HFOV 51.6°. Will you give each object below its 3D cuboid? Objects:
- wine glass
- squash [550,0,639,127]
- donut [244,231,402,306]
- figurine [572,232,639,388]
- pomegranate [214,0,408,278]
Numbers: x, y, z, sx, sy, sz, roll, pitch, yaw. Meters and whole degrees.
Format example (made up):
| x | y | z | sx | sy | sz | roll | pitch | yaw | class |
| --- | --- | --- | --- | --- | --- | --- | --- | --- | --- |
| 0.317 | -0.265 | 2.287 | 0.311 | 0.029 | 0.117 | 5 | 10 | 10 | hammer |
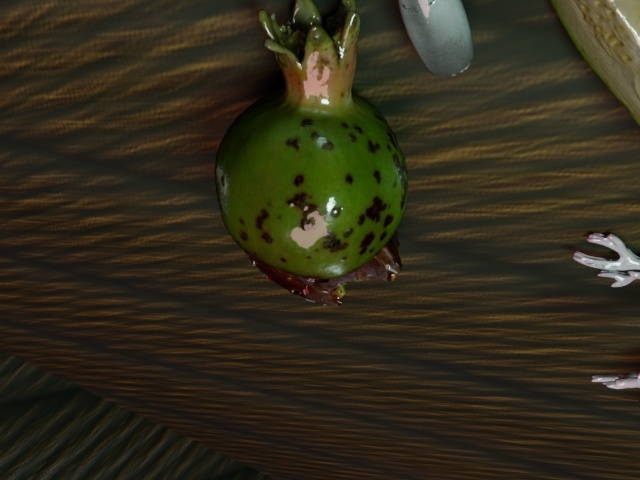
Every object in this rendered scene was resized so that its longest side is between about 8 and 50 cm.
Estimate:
| x | y | z | sx | sy | sz | roll | pitch | yaw | class |
| --- | --- | --- | --- | --- | --- | --- | --- | --- | --- |
| 0.088 | -0.237 | 0.591 | 0.066 | 0.066 | 0.198 | -4 | 144 | 29 | wine glass |
| 0.272 | -0.151 | 0.568 | 0.288 | 0.111 | 0.203 | 15 | 103 | -6 | squash |
| 0.000 | 0.000 | 0.950 | 0.216 | 0.096 | 0.230 | 27 | 146 | -11 | donut |
| 0.486 | 0.140 | 0.856 | 0.284 | 0.206 | 0.316 | -6 | 138 | 14 | figurine |
| -0.012 | -0.087 | 0.703 | 0.230 | 0.231 | 0.286 | 10 | 148 | 10 | pomegranate |
